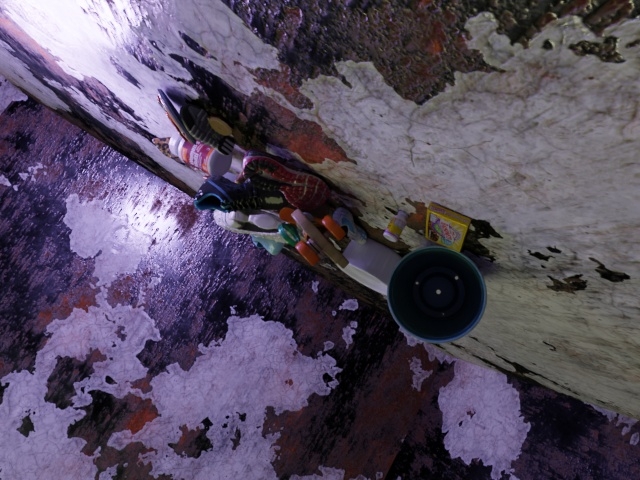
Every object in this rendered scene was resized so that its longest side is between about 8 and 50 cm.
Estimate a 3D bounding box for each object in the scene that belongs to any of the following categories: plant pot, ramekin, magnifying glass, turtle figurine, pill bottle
[{"bbox_3d":[0.357,0.163,1.313,0.271,0.272,0.255,27,-178,18],"label":"plant pot"},{"bbox_3d":[0.210,0.099,1.705,0.277,0.135,0.277,29,169,6],"label":"ramekin"},{"bbox_3d":[-0.097,-0.037,1.457,0.092,0.026,0.231,44,-168,-10],"label":"magnifying glass"},{"bbox_3d":[-0.303,-0.187,1.651,0.269,0.087,0.217,25,-155,3],"label":"turtle figurine"},{"bbox_3d":[0.213,-0.040,1.199,0.043,0.083,0.043,30,169,6],"label":"pill bottle"},{"bbox_3d":[-0.445,-0.326,1.585,0.221,0.121,0.121,26,168,22],"label":"pill bottle"}]

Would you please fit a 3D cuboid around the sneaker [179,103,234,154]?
[{"bbox_3d":[-0.395,-0.362,1.393,0.132,0.086,0.228,25,169,38],"label":"sneaker"}]

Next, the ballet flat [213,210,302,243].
[{"bbox_3d":[-0.264,-0.089,1.660,0.408,0.147,0.147,12,163,22],"label":"ballet flat"}]

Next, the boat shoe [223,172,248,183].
[{"bbox_3d":[-0.306,-0.201,1.823,0.306,0.113,0.105,20,-174,-12],"label":"boat shoe"}]

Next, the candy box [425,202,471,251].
[{"bbox_3d":[0.325,-0.029,1.104,0.105,0.027,0.206,23,168,19],"label":"candy box"}]

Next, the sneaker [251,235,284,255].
[{"bbox_3d":[-0.273,-0.053,1.849,0.135,0.150,0.366,9,-161,-37],"label":"sneaker"}]

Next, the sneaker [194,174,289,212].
[{"bbox_3d":[-0.267,-0.138,1.469,0.340,0.140,0.125,3,129,16],"label":"sneaker"}]

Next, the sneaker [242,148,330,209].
[{"bbox_3d":[-0.097,-0.196,1.315,0.299,0.121,0.112,26,-151,-30],"label":"sneaker"}]

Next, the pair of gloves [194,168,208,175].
[{"bbox_3d":[-0.455,-0.276,1.963,0.204,0.042,0.240,27,175,-41],"label":"pair of gloves"}]

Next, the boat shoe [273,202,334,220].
[{"bbox_3d":[-0.082,-0.126,1.557,0.285,0.105,0.089,24,-175,27],"label":"boat shoe"}]

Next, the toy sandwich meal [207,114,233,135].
[{"bbox_3d":[-0.307,-0.358,1.322,0.085,0.029,0.086,22,159,9],"label":"toy sandwich meal"}]

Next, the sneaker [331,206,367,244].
[{"bbox_3d":[0.100,-0.035,1.530,0.085,0.086,0.237,21,167,34],"label":"sneaker"}]

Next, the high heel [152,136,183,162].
[{"bbox_3d":[-0.544,-0.354,1.762,0.261,0.093,0.186,18,-172,-47],"label":"high heel"}]

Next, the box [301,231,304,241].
[{"bbox_3d":[-0.079,-0.066,1.853,0.130,0.091,0.170,32,169,-6],"label":"box"}]

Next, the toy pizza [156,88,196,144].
[{"bbox_3d":[-0.465,-0.388,1.366,0.201,0.032,0.201,57,177,4],"label":"toy pizza"}]

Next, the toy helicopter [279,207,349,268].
[{"bbox_3d":[0.000,0.000,1.416,0.235,0.140,0.355,45,180,33],"label":"toy helicopter"}]
